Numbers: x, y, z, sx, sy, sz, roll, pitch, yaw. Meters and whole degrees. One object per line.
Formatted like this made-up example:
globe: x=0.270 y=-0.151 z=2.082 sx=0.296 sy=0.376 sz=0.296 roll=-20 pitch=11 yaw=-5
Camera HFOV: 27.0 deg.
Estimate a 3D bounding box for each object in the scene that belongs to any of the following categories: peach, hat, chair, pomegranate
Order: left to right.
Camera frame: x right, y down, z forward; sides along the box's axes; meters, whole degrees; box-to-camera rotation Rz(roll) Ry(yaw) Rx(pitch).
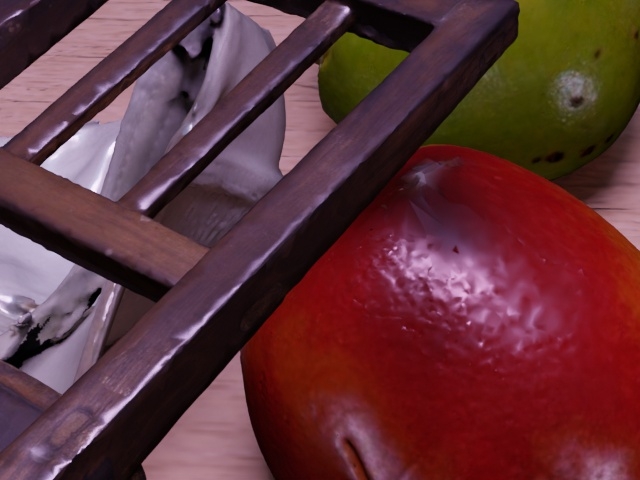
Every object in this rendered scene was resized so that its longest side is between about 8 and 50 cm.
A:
chair: x=-0.115 y=0.093 z=0.462 sx=0.203 sy=0.241 sz=0.416 roll=23 pitch=50 yaw=29
hat: x=-0.129 y=0.024 z=0.684 sx=0.257 sy=0.168 sz=0.301 roll=-9 pitch=57 yaw=30
pomegranate: x=0.083 y=-0.163 z=0.775 sx=0.236 sy=0.302 sz=0.236 roll=-9 pitch=57 yaw=15
peach: x=0.072 y=0.074 z=0.604 sx=0.196 sy=0.226 sz=0.190 roll=-39 pitch=5 yaw=6

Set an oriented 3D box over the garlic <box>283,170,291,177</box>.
garlic: x=0.000 y=-0.007 z=0.757 sx=0.152 sy=0.066 sz=0.084 roll=-6 pitch=40 yaw=-9
